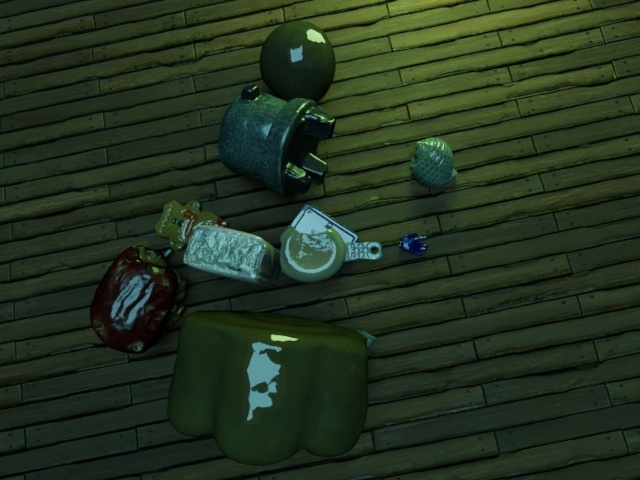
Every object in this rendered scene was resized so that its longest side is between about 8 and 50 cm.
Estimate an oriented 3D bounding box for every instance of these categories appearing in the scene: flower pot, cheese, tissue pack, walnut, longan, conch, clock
[{"bbox_3d":[-0.102,-0.287,1.180,0.282,0.299,0.299,23,82,15],"label":"flower pot"},{"bbox_3d":[0.027,0.031,1.139,0.286,0.082,0.163,-4,80,1],"label":"cheese"},{"bbox_3d":[-0.223,0.048,1.124,0.201,0.271,0.124,10,83,5],"label":"tissue pack"},{"bbox_3d":[-0.489,0.166,1.148,0.243,0.221,0.269,25,93,-30],"label":"walnut"},{"bbox_3d":[-0.070,-0.527,1.251,0.248,0.248,0.249,0,80,3],"label":"longan"},{"bbox_3d":[0.337,-0.233,1.236,0.135,0.102,0.153,-45,81,10],"label":"conch"},{"bbox_3d":[-0.001,0.001,1.221,0.193,0.073,0.145,34,84,8],"label":"clock"}]

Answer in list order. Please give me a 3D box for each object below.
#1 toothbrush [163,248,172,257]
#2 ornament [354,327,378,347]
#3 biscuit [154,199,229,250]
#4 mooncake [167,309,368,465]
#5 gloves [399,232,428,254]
[{"bbox_3d":[-0.562,0.133,1.248,0.030,0.030,0.304,43,86,9],"label":"toothbrush"},{"bbox_3d":[0.100,0.333,1.156,0.074,0.081,0.156,23,78,11],"label":"ornament"},{"bbox_3d":[-0.393,-0.039,1.268,0.225,0.036,0.166,22,81,6],"label":"biscuit"},{"bbox_3d":[-0.113,0.314,0.980,0.466,0.467,0.263,8,87,4],"label":"mooncake"},{"bbox_3d":[0.280,0.007,1.230,0.086,0.026,0.064,13,79,5],"label":"gloves"}]
